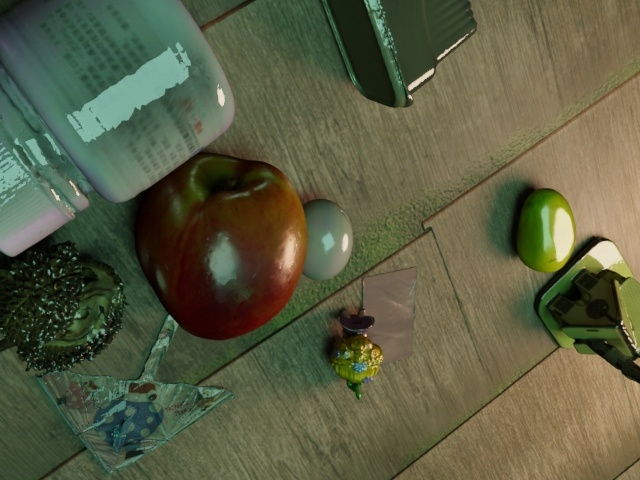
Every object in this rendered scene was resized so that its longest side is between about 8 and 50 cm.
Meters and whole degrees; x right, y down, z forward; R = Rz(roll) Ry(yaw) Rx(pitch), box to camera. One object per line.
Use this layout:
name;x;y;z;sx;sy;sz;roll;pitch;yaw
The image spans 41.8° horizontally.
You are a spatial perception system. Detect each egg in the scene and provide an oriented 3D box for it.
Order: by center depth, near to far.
egg;0.000;0.000;1.316;0.103;0.103;0.135;-12;119;-24

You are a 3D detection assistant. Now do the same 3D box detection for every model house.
model house;0.602;0.163;1.626;0.218;0.278;0.205;-45;128;-1

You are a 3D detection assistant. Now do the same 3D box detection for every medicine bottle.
medicine bottle;-0.291;-0.156;0.986;0.324;0.256;0.256;-38;125;-10

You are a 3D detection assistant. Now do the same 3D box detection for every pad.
pad;0.122;0.141;1.513;0.113;0.006;0.188;-10;116;-24

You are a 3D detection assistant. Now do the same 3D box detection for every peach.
peach;-0.144;0.026;1.205;0.248;0.245;0.275;3;127;1

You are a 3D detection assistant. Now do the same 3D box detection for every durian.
durian;-0.363;0.096;1.127;0.196;0.167;0.196;-10;122;-16

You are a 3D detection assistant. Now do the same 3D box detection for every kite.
kite;-0.288;0.244;1.330;0.335;0.011;0.314;14;106;-34

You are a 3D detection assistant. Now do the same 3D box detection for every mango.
mango;0.423;-0.018;1.553;0.117;0.089;0.163;-9;116;-26

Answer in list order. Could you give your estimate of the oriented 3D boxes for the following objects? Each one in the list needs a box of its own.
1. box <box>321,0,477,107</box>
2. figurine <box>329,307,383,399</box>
box;0.112;-0.346;1.200;0.178;0.138;0.274;-36;126;-16
figurine;0.062;0.210;1.447;0.094;0.115;0.156;4;120;-1
